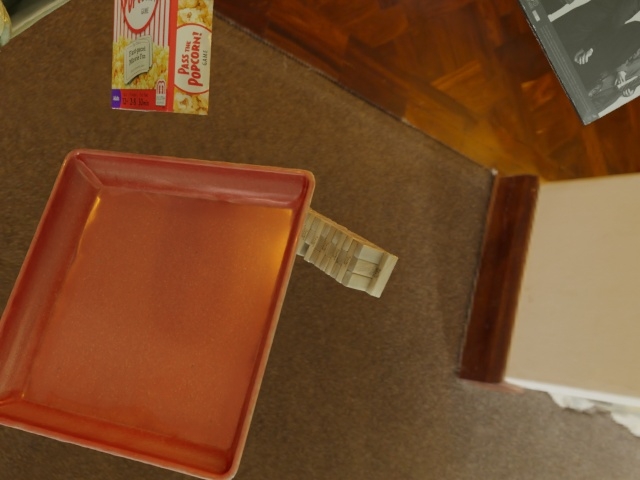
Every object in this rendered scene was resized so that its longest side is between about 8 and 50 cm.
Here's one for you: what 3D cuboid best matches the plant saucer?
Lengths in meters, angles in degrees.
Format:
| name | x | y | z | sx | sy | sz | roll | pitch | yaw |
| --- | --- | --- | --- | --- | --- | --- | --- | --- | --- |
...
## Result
| name | x | y | z | sx | sy | sz | roll | pitch | yaw |
| --- | --- | --- | --- | --- | --- | --- | --- | --- | --- |
| plant saucer | -0.146 | 0.052 | 0.632 | 0.047 | 0.259 | 0.259 | 52 | 49 | -63 |

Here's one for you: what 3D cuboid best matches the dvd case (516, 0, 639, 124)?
| name | x | y | z | sx | sy | sz | roll | pitch | yaw |
| --- | --- | --- | --- | --- | --- | --- | --- | --- | --- |
| dvd case | 0.335 | -0.244 | 0.721 | 0.179 | 0.239 | 0.029 | 49 | 20 | -31 |

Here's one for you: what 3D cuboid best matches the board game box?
| name | x | y | z | sx | sy | sz | roll | pitch | yaw |
| --- | --- | --- | --- | --- | --- | --- | --- | --- | --- |
| board game box | -0.155 | -0.222 | 0.709 | 0.045 | 0.147 | 0.193 | -2 | 100 | -36 |

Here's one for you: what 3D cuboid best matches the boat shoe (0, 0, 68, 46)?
| name | x | y | z | sx | sy | sz | roll | pitch | yaw |
| --- | --- | --- | --- | --- | --- | --- | --- | --- | --- |
| boat shoe | -0.271 | -0.176 | 0.527 | 0.094 | 0.109 | 0.302 | 33 | 50 | -7 |

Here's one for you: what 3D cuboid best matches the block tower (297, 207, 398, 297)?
| name | x | y | z | sx | sy | sz | roll | pitch | yaw |
| --- | --- | --- | --- | --- | --- | --- | --- | --- | --- |
| block tower | 0.000 | 0.000 | 1.493 | 0.097 | 0.335 | 0.091 | 17 | 99 | -47 |
